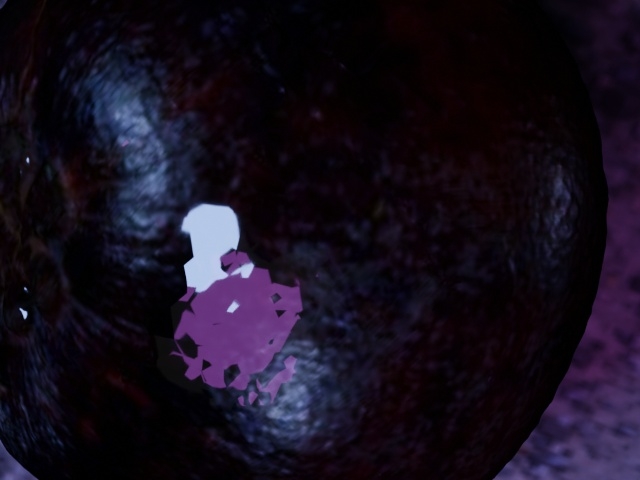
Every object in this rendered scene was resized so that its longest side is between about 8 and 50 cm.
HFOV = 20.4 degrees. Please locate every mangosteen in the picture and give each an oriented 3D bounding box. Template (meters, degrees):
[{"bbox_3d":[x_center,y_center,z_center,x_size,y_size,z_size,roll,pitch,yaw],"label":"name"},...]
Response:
[{"bbox_3d":[-0.004,-0.006,0.547,0.216,0.216,0.216,7,123,11],"label":"mangosteen"}]
